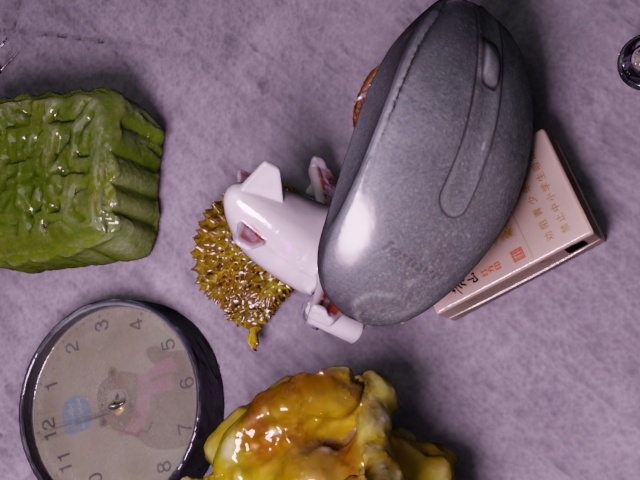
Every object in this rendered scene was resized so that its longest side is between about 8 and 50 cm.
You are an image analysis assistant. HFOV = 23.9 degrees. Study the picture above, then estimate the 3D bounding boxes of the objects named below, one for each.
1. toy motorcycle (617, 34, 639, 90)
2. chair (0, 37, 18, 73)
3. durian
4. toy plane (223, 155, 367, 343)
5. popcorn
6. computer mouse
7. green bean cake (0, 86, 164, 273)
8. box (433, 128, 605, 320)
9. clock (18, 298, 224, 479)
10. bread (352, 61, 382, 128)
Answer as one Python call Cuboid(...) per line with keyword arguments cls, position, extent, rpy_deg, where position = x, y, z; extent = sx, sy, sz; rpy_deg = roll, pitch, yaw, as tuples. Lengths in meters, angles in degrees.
Cuboid(cls="toy motorcycle", position=(0.432, -0.175, 1.601), extent=(0.225, 0.073, 0.152), rpy_deg=(44, 99, 25))
Cuboid(cls="chair", position=(-0.457, -0.243, 2.069), extent=(0.086, 0.037, 0.042), rpy_deg=(-41, 54, 9))
Cuboid(cls="durian", position=(-0.092, 0.028, 1.805), extent=(0.146, 0.102, 0.208), rpy_deg=(-4, 82, 20))
Cuboid(cls="toy plane", position=(-0.002, 0.003, 1.695), extent=(0.118, 0.252, 0.252), rpy_deg=(-42, 64, 32))
Cuboid(cls="popcorn", position=(-0.005, 0.309, 1.611), extent=(0.321, 0.290, 0.326), rpy_deg=(-25, 71, 32))
Cuboid(cls="computer mouse", position=(0.125, -0.082, 1.594), extent=(0.114, 0.203, 0.374), rpy_deg=(9, 75, 59))
Cuboid(cls="green bean cake", position=(-0.321, -0.075, 1.920), extent=(0.248, 0.125, 0.222), rpy_deg=(-5, 78, 25))
Cuboid(cls="box", position=(0.198, -0.016, 1.692), extent=(0.201, 0.058, 0.141), rpy_deg=(-30, 68, 17))
Cuboid(cls="clock", position=(-0.251, 0.208, 1.870), extent=(0.280, 0.055, 0.281), rpy_deg=(-5, 78, 25))
Cuboid(cls="bread", position=(0.121, -0.142, 1.746), extent=(0.160, 0.073, 0.160), rpy_deg=(-7, 74, 27))
